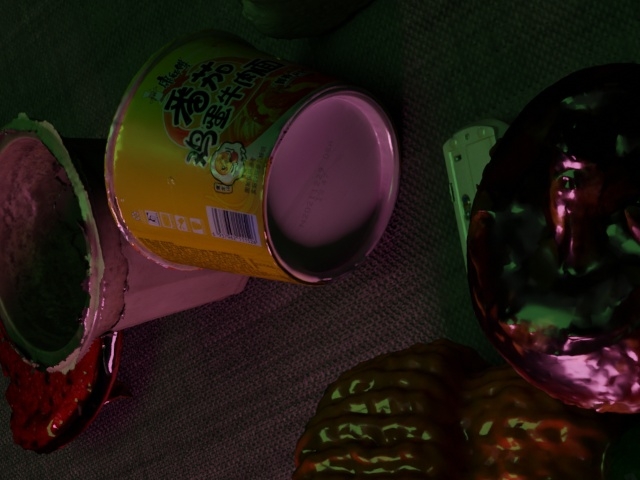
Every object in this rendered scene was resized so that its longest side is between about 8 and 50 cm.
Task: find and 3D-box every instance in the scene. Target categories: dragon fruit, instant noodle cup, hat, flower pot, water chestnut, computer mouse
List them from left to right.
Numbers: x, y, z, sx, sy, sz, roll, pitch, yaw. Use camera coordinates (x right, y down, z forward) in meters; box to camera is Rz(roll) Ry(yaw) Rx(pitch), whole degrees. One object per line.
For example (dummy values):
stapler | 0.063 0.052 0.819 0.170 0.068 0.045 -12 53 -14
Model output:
dragon fruit | -0.312 0.095 2.272 0.282 0.100 0.343 -3 95 50
flower pot | -0.219 -0.004 2.015 0.290 0.259 0.290 12 105 52
instant noodle cup | -0.057 -0.076 1.833 0.200 0.264 0.264 15 106 41
computer mouse | 0.169 -0.016 1.707 0.102 0.045 0.199 -21 79 51
hat | 0.174 0.196 1.569 0.400 0.285 0.285 -27 73 38
water chestnut | 0.238 -0.008 1.444 0.300 0.300 0.300 8 100 50

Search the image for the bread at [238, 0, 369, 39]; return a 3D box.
bread | 0.004 -0.308 1.776 0.337 0.183 0.102 -36 59 46
